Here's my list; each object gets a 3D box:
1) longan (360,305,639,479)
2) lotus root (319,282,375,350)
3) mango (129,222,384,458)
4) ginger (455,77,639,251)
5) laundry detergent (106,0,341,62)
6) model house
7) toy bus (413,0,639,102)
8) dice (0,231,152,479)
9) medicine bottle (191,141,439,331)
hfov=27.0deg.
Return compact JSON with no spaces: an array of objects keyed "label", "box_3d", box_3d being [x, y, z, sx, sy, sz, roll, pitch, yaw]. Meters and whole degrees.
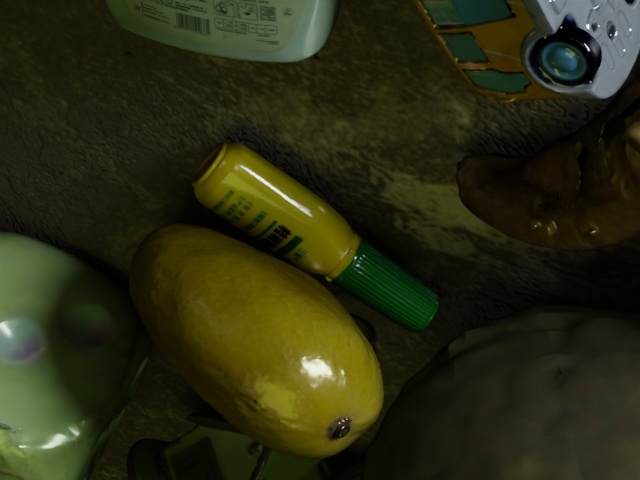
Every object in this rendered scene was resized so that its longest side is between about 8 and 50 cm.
[{"label":"longan","box_3d":[0.224,0.244,1.153,0.391,0.391,0.391,14,137,13]},{"label":"lotus root","box_3d":[-0.040,0.129,1.395,0.183,0.078,0.203,14,135,12]},{"label":"mango","box_3d":[-0.073,0.078,1.219,0.332,0.142,0.195,35,-175,36]},{"label":"ginger","box_3d":[0.224,-0.053,1.023,0.133,0.107,0.309,-9,172,-21]},{"label":"laundry detergent","box_3d":[-0.083,-0.275,0.983,0.215,0.105,0.280,13,139,16]},{"label":"model house","box_3d":[-0.037,0.267,1.460,0.279,0.204,0.218,-31,154,24]},{"label":"toy bus","box_3d":[0.134,-0.194,0.949,0.136,0.126,0.209,-6,130,42]},{"label":"dice","box_3d":[-0.343,0.159,1.442,0.252,0.249,0.254,26,138,-1]},{"label":"medicine bottle","box_3d":[0.000,0.000,1.253,0.260,0.064,0.095,34,155,-14]}]
